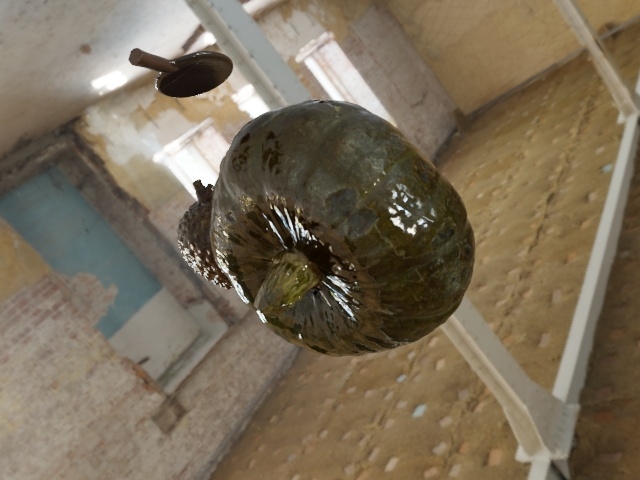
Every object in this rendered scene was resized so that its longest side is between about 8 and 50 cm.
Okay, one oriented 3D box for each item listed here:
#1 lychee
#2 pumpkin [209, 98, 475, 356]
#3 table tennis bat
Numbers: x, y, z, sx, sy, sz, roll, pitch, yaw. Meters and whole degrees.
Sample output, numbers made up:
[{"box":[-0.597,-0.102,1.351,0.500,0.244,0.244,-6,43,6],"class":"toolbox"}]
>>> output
[{"box":[-0.183,-0.012,1.192,0.200,0.238,0.200,-30,-172,5],"class":"lychee"},{"box":[0.000,0.000,0.489,0.219,0.219,0.162,-25,-166,48],"class":"pumpkin"},{"box":[-0.167,-0.179,0.806,0.108,0.119,0.170,-26,170,26],"class":"table tennis bat"}]
